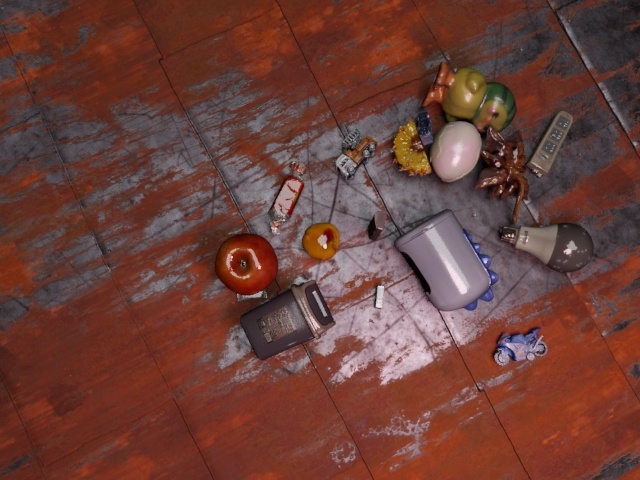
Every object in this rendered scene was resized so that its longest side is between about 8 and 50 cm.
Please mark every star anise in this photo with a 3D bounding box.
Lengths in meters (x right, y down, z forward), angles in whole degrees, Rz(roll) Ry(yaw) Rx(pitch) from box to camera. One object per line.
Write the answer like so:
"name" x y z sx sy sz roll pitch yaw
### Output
"star anise" 0.694 -0.253 1.870 0.292 0.109 0.350 18 84 -21

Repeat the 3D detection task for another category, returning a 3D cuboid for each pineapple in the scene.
"pineapple" 0.320 -0.334 1.884 0.135 0.079 0.233 -19 67 21

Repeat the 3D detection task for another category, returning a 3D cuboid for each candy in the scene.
"candy" -0.124 -0.158 1.866 0.086 0.059 0.292 25 83 -3

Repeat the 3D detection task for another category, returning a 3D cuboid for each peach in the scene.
"peach" 0.000 0.000 1.820 0.138 0.138 0.138 0 83 -3

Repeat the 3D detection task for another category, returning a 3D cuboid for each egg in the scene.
"egg" 0.493 -0.319 1.857 0.183 0.183 0.217 9 81 -2

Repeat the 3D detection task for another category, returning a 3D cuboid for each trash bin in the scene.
"trash bin" -0.112 0.276 1.755 0.290 0.182 0.210 -26 86 0

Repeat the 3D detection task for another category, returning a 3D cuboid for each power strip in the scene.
"power strip" 0.894 -0.381 1.957 0.080 0.048 0.286 31 81 0

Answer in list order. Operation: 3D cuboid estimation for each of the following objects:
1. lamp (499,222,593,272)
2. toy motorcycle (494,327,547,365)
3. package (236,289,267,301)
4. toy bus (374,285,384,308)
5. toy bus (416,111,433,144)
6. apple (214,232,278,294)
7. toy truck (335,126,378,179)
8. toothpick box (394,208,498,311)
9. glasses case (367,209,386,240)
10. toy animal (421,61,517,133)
"lamp" 0.825 0.027 1.848 0.313 0.182 0.182 -1 83 11
"toy motorcycle" 0.723 0.384 1.839 0.205 0.076 0.114 -11 76 -5
"package" -0.250 0.198 1.835 0.110 0.015 0.037 -5 88 -2
"toy bus" 0.216 0.208 1.848 0.031 0.037 0.083 7 83 -2
"toy bus" 0.391 -0.420 1.883 0.047 0.166 0.065 -16 125 20
"apple" -0.257 0.081 1.760 0.218 0.201 0.218 0 90 0
"toy truck" 0.122 -0.321 1.890 0.115 0.080 0.178 40 81 7
"toothpick box" 0.455 0.086 1.772 0.263 0.263 0.355 -31 87 -6
"glasses case" 0.200 -0.052 1.804 0.042 0.190 0.072 5 79 -1
"toy animal" 0.569 -0.535 1.886 0.338 0.216 0.191 24 55 -1
